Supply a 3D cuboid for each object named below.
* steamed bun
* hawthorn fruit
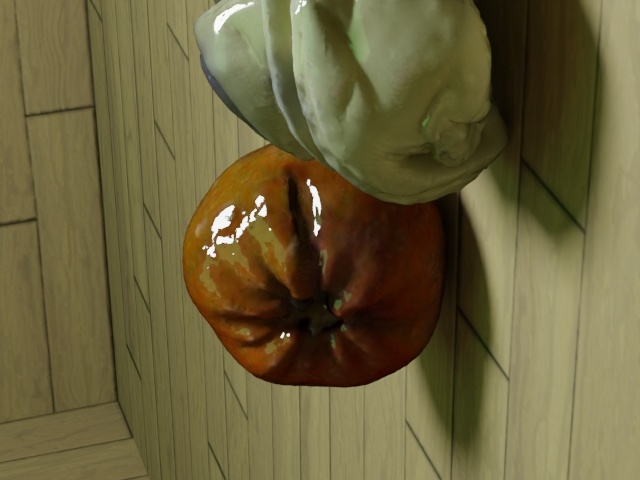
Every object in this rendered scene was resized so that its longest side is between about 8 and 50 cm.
[{"bbox_3d":[0.010,-0.183,1.741,0.394,0.237,0.347,-107,-6,-70],"label":"steamed bun"},{"bbox_3d":[0.000,0.000,2.028,0.298,0.277,0.277,-76,-13,-58],"label":"hawthorn fruit"}]
